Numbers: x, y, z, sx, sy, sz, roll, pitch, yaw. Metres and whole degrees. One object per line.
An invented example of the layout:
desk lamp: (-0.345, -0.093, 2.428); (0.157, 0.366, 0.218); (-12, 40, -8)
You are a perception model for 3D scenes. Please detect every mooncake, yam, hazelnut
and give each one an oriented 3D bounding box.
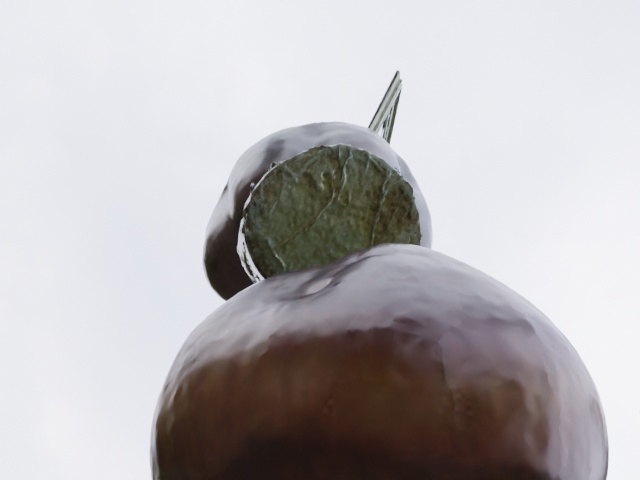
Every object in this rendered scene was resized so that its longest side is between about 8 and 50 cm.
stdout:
mooncake: (-0.002, 0.001, 1.255); (0.245, 0.133, 0.245); (0, -65, -1)
yam: (0.000, 0.000, 0.731); (0.183, 0.107, 0.107); (163, -97, -82)
hazelnut: (0.023, 0.083, 0.541); (0.204, 0.178, 0.178); (-11, -79, 17)

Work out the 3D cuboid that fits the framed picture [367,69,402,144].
framed picture: (0.041, -0.047, 1.475); (0.016, 0.273, 0.216); (20, -36, 8)
